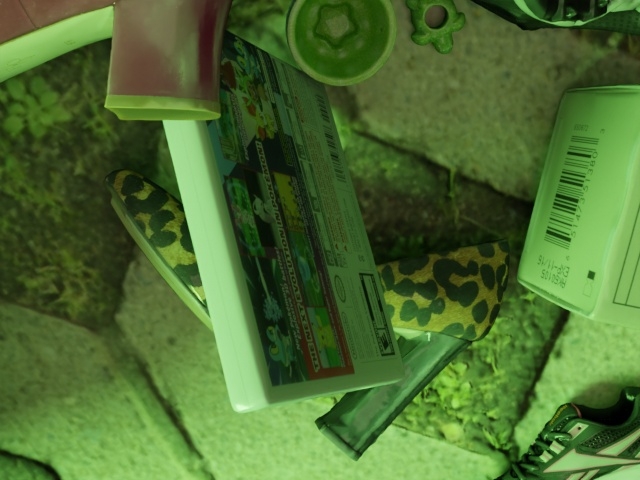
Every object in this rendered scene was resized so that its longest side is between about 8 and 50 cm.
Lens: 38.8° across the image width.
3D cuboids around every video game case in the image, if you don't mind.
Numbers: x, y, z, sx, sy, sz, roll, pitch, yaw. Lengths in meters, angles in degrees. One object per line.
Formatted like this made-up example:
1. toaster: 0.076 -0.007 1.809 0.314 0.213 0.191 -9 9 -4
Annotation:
1. video game case: -0.019 -0.013 0.500 0.023 0.183 0.201 -19 78 22

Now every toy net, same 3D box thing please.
1. toy net: 0.025 -0.213 0.534 0.122 0.045 0.232 -11 114 -2

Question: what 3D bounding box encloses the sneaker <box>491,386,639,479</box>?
1. sneaker: 0.191 0.166 0.713 0.178 0.072 0.077 -24 102 -5

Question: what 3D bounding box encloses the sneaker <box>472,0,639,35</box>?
1. sneaker: 0.176 -0.164 0.557 0.234 0.106 0.078 -5 106 -33

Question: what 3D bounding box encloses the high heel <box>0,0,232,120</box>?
1. high heel: -0.156 -0.117 0.389 0.244 0.082 0.117 2 89 -2

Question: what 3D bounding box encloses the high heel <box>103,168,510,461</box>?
1. high heel: 0.000 0.000 0.615 0.186 0.093 0.261 -46 104 -5

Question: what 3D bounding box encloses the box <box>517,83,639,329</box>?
1. box: 0.309 0.001 0.604 0.311 0.121 0.148 13 96 -12
